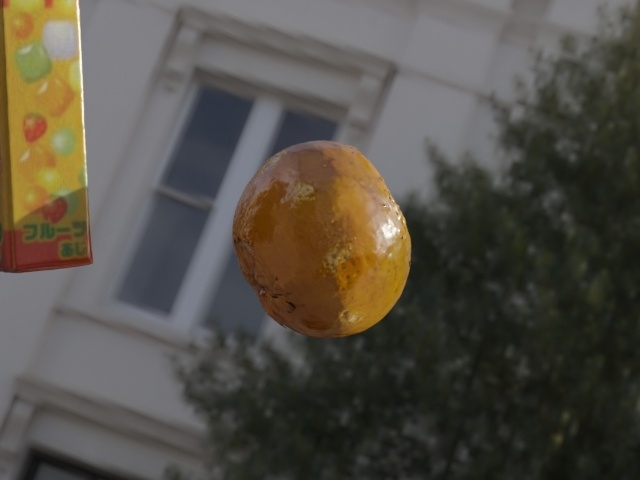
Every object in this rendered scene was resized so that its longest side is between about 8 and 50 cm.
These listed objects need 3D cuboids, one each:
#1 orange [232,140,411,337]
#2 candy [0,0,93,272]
[{"bbox_3d":[0.000,0.000,0.792,0.083,0.070,0.083,59,-6,10],"label":"orange"},{"bbox_3d":[-0.123,-0.048,0.767,0.038,0.122,0.062,-4,3,-32],"label":"candy"}]
